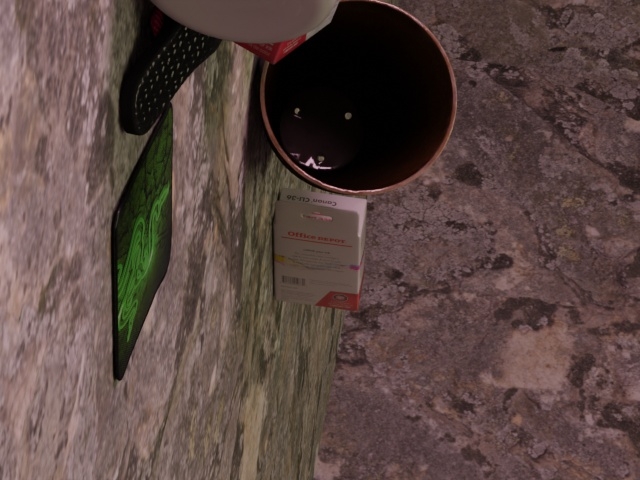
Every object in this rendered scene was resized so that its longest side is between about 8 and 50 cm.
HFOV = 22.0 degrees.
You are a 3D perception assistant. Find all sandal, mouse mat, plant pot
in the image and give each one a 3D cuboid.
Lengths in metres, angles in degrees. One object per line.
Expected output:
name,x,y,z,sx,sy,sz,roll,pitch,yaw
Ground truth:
sandal,-0.112,-0.146,1.202,0.067,0.040,0.179,85,27,-42
mouse mat,-0.135,-0.002,1.272,0.190,0.007,0.153,-73,169,-57
plant pot,0.021,-0.143,1.873,0.230,0.215,0.215,151,-53,-78

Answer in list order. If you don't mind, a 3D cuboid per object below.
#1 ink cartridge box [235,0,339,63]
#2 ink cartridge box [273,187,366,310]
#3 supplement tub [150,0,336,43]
ink cartridge box,-0.015,-0.261,1.444,0.127,0.072,0.175,-44,163,-53
ink cartridge box,0.000,0.000,2.137,0.198,0.115,0.067,92,8,-50
supplement tub,-0.045,-0.255,1.152,0.144,0.144,0.200,86,13,-65
